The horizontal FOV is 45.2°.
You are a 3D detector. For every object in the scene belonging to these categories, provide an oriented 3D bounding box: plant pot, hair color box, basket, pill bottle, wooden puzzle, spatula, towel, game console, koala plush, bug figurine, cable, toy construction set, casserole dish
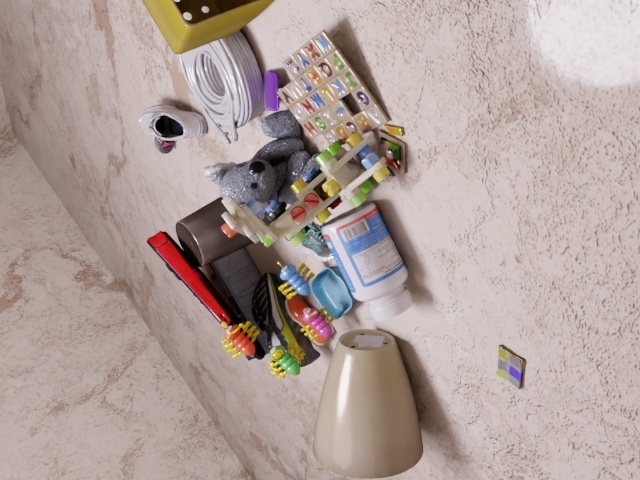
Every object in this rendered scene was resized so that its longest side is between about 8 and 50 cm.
[{"bbox_3d":[-0.243,-0.490,1.510,0.212,0.212,0.187,59,153,3],"label":"plant pot"},{"bbox_3d":[0.107,0.351,1.751,0.256,0.256,0.274,19,115,53],"label":"plant pot"},{"bbox_3d":[-0.237,0.158,2.260,0.374,0.113,0.185,60,153,2],"label":"hair color box"},{"bbox_3d":[-0.235,-0.039,1.933,0.204,0.227,0.154,-3,114,62],"label":"basket"},{"bbox_3d":[0.100,0.045,1.547,0.124,0.124,0.221,-12,106,62],"label":"pill bottle"},{"bbox_3d":[0.129,-0.162,1.412,0.078,0.014,0.116,32,142,44],"label":"wooden puzzle"},{"bbox_3d":[-0.042,-0.299,1.549,0.296,0.030,0.084,14,112,50],"label":"spatula"},{"bbox_3d":[0.351,0.235,1.425,0.060,0.009,0.083,35,144,39],"label":"towel"},{"bbox_3d":[-0.297,0.153,2.027,0.342,0.060,0.386,49,174,22],"label":"game console"},{"bbox_3d":[-0.122,-0.130,1.650,0.196,0.221,0.203,53,153,12],"label":"koala plush"},{"bbox_3d":[-0.088,0.195,1.799,0.216,0.279,0.072,43,176,-9],"label":"bug figurine"},{"bbox_3d":[-0.222,-0.378,1.729,0.257,0.089,0.257,52,152,17],"label":"cable"},{"bbox_3d":[-0.029,-0.077,1.470,0.151,0.327,0.215,64,180,-7],"label":"toy construction set"},{"bbox_3d":[0.036,0.122,1.834,0.114,0.037,0.188,56,153,8],"label":"casserole dish"}]

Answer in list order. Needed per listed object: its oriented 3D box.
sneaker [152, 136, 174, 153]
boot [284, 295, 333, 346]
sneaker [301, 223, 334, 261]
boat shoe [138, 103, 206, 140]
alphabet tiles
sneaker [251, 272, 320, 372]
[{"bbox_3d":[-0.438,-0.298,2.211,0.075,0.063,0.170,55,149,24],"label":"sneaker"},{"bbox_3d":[-0.026,0.197,2.001,0.158,0.059,0.084,48,149,5],"label":"boot"},{"bbox_3d":[0.000,0.000,1.750,0.166,0.065,0.076,13,124,54],"label":"sneaker"},{"bbox_3d":[-0.422,-0.318,2.079,0.258,0.084,0.095,7,108,40],"label":"boat shoe"},{"bbox_3d":[0.006,-0.272,1.457,0.198,0.009,0.237,52,151,-12],"label":"alphabet tiles"},{"bbox_3d":[-0.096,0.220,2.083,0.111,0.121,0.300,-46,54,40],"label":"sneaker"}]
